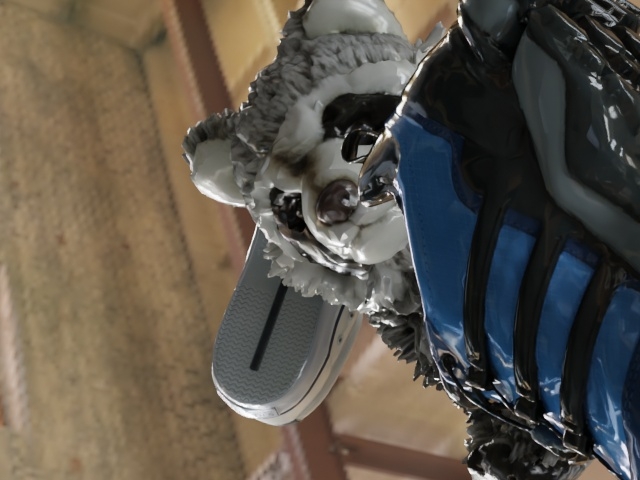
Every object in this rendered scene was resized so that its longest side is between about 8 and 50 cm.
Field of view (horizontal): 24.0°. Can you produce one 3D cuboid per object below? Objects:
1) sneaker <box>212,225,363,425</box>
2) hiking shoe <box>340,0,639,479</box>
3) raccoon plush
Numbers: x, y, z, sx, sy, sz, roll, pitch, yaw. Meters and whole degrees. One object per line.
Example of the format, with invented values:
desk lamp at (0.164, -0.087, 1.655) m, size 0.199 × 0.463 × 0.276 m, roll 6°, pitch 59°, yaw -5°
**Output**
sneaker at (0.000, 0.000, 0.990) m, size 0.258 × 0.094 × 0.091 m, roll -64°, pitch 165°, yaw -14°
hiking shoe at (0.110, 0.038, 0.532) m, size 0.132 × 0.113 × 0.304 m, roll -50°, pitch -134°, yaw 32°
raccoon plush at (0.090, 0.006, 0.968) m, size 0.299 × 0.446 × 0.216 m, roll 41°, pitch -91°, yaw 13°
